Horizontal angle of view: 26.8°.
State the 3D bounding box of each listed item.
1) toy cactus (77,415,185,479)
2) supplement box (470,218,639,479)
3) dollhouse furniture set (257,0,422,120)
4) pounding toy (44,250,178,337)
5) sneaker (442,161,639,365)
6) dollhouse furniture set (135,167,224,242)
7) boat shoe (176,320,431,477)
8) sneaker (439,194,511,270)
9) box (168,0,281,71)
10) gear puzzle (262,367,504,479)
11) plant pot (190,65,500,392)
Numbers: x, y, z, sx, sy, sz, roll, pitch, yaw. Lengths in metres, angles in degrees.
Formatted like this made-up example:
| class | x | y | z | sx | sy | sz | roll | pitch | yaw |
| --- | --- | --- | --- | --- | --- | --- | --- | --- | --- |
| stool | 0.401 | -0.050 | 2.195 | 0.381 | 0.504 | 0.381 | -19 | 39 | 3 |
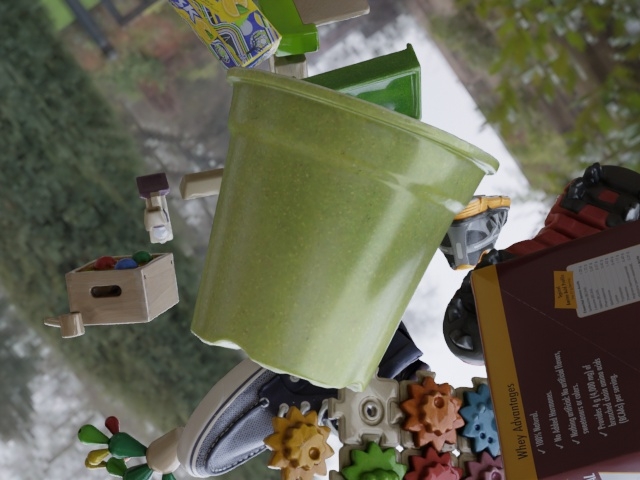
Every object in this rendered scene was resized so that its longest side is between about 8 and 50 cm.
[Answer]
| class | x | y | z | sx | sy | sz | roll | pitch | yaw |
| --- | --- | --- | --- | --- | --- | --- | --- | --- | --- |
| toy cactus | -0.236 | 0.322 | 1.885 | 0.180 | 0.219 | 0.112 | -43 | 170 | 29 |
| supplement box | 0.225 | 0.101 | 0.940 | 0.194 | 0.129 | 0.191 | -18 | -135 | 14 |
| dollhouse furniture set | 0.028 | -0.164 | 1.718 | 0.151 | 0.301 | 0.197 | -16 | -127 | -7 |
| pounding toy | -0.340 | 0.078 | 2.037 | 0.181 | 0.094 | 0.206 | -4 | -170 | 16 |
| sneaker | 0.216 | 0.046 | 1.255 | 0.097 | 0.135 | 0.276 | 29 | -128 | 32 |
| dollhouse furniture set | -0.149 | -0.028 | 1.566 | 0.114 | 0.081 | 0.091 | -11 | -146 | -9 |
| boat shoe | -0.016 | 0.207 | 1.706 | 0.340 | 0.127 | 0.158 | -43 | -125 | -7 |
| sneaker | 0.174 | -0.011 | 1.575 | 0.084 | 0.083 | 0.215 | -6 | -179 | 20 |
| box | -0.119 | -0.257 | 1.442 | 0.059 | 0.169 | 0.054 | -39 | 177 | -18 |
| gear puzzle | 0.090 | 0.225 | 1.499 | 0.044 | 0.339 | 0.175 | -25 | -119 | 56 |
| plant pot | 0.000 | 0.000 | 1.288 | 0.276 | 0.276 | 0.254 | -165 | -85 | -74 |
